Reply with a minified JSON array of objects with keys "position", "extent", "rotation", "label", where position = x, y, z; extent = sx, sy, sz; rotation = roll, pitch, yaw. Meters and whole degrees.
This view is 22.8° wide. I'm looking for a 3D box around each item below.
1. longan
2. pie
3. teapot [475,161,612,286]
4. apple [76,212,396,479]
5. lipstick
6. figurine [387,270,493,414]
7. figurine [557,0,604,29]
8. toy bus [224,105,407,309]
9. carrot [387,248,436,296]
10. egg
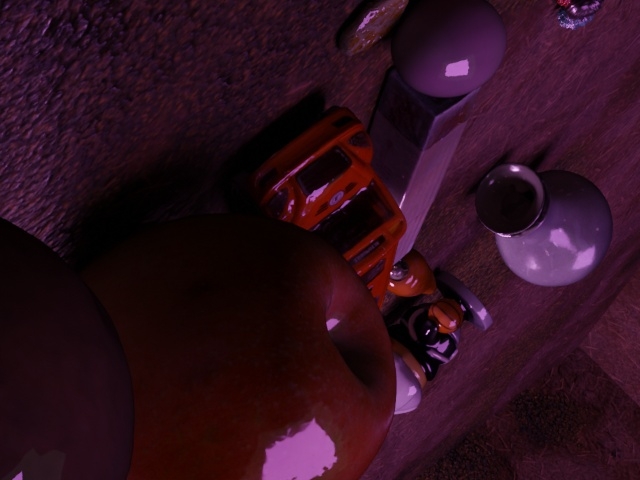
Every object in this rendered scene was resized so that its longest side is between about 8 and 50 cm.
[{"position":[-0.281,0.130,1.074],"extent":[0.319,0.319,0.319],"rotation":[-40,164,-14],"label":"longan"},{"position":[0.049,-0.204,1.496],"extent":[0.085,0.017,0.085],"rotation":[-40,165,-13],"label":"pie"},{"position":[0.320,-0.033,2.350],"extent":[0.183,0.183,0.251],"rotation":[-47,152,11],"label":"teapot"},{"position":[-0.084,0.123,1.438],"extent":[0.277,0.319,0.319],"rotation":[-33,169,21],"label":"apple"},{"position":[0.092,-0.080,1.810],"extent":[0.080,0.076,0.371],"rotation":[-38,163,-27],"label":"lipstick"},{"position":[0.149,0.167,2.479],"extent":[0.236,0.133,0.176],"rotation":[-44,168,-7],"label":"figurine"},{"position":[0.303,-0.280,1.887],"extent":[0.060,0.047,0.106],"rotation":[-7,169,0],"label":"figurine"},{"position":[0.000,0.000,1.651],"extent":[0.143,0.153,0.329],"rotation":[-37,163,-18],"label":"toy bus"},{"position":[0.137,0.051,2.291],"extent":[0.069,0.069,0.336],"rotation":[-46,167,6],"label":"carrot"},{"position":[0.125,-0.192,1.554],"extent":[0.135,0.103,0.103],"rotation":[-27,157,-48],"label":"egg"}]
